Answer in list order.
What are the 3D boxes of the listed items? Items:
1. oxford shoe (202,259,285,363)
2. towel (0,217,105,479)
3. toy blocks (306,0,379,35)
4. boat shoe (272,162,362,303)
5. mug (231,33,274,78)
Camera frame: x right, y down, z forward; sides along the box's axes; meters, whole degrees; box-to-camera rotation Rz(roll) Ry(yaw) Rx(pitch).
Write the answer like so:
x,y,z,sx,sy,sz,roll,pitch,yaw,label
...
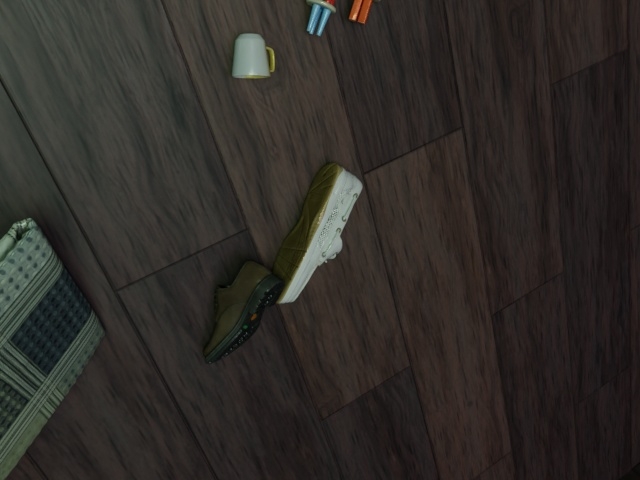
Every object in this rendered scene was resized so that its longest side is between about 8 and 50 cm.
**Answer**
x,y,z,sx,sy,sz,roll,pitch,yaw,label
-0.157,0.129,1.007,0.227,0.096,0.083,-55,162,18,oxford shoe
-0.433,0.177,0.733,0.312,0.056,0.324,92,20,-55,towel
0.040,-0.402,0.920,0.123,0.054,0.148,14,101,-31,toy blocks
0.000,0.000,1.024,0.096,0.098,0.277,24,95,-32,boat shoe
-0.110,-0.293,0.887,0.062,0.078,0.064,0,102,6,mug
